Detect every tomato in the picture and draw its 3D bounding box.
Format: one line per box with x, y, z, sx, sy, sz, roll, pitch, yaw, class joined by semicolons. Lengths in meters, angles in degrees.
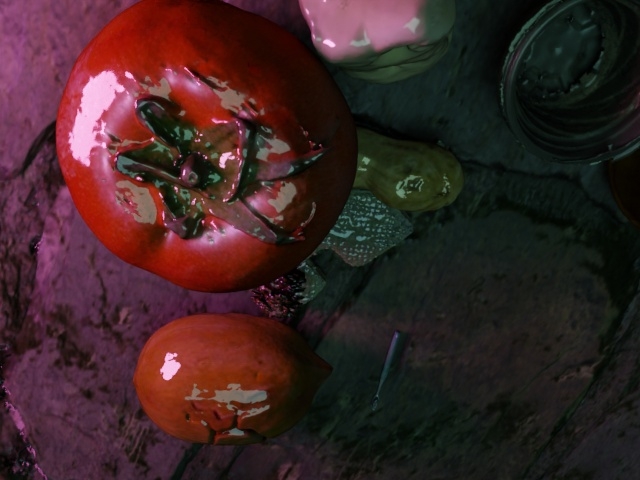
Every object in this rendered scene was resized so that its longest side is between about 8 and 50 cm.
-0.122;-0.119;0.868;0.341;0.273;0.341;2;114;5;tomato

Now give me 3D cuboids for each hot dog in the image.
0.490;-0.118;1.032;0.160;0.099;0.227;3;119;-7;hot dog

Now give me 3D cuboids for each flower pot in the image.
0.320;-0.222;0.932;0.235;0.140;0.235;-2;122;-4;flower pot

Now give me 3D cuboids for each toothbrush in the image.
0.108;0.219;1.245;0.011;0.014;0.167;13;119;-2;toothbrush

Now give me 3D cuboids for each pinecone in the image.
-0.056;0.070;1.059;0.077;0.077;0.083;30;83;-20;pinecone

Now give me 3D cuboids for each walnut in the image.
-0.130;0.207;1.112;0.297;0.203;0.203;-3;121;6;walnut

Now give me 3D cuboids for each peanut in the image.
0.079;-0.097;0.996;0.229;0.103;0.098;13;95;4;peanut

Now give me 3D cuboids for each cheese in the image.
0.067;-0.307;0.864;0.173;0.251;0.248;-9;85;15;cheese

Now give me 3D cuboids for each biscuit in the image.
0.000;0.000;1.088;0.250;0.046;0.147;-33;117;14;biscuit

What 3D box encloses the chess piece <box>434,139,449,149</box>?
0.169;-0.097;1.052;0.042;0.042;0.093;-4;115;-3;chess piece
